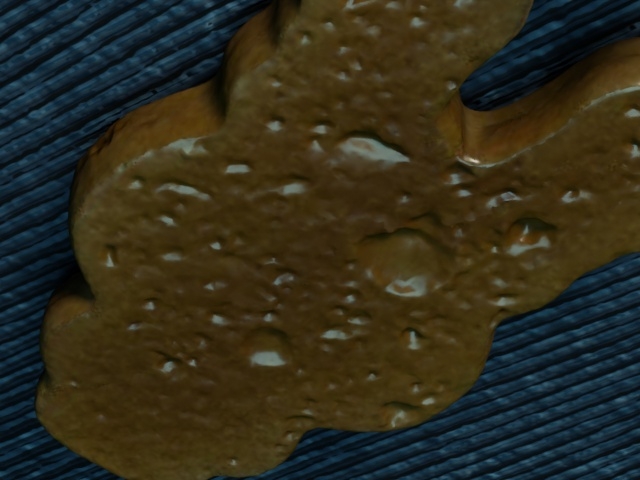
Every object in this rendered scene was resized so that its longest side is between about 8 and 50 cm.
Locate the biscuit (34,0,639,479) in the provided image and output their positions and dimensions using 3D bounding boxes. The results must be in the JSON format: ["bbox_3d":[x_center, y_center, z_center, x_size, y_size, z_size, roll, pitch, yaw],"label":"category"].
[{"bbox_3d":[0.000,-0.002,0.707,0.186,0.044,0.295,37,125,-24],"label":"biscuit"}]
